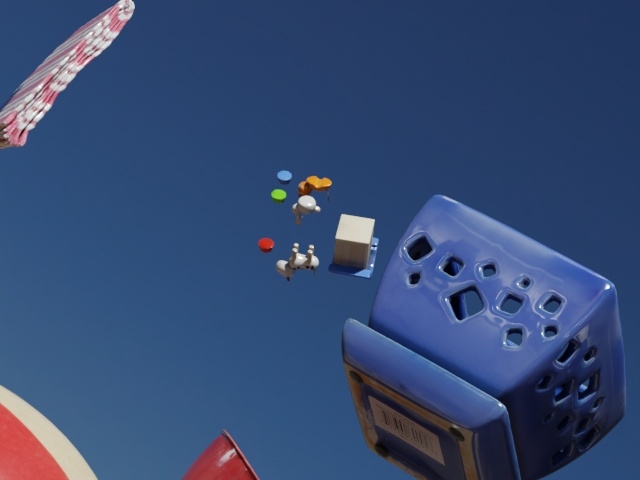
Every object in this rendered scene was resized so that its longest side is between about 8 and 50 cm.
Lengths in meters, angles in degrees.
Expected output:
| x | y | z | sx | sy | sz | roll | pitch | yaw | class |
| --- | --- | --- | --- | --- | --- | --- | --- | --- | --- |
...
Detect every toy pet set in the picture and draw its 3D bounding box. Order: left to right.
| x | y | z | sx | sy | sz | roll | pitch | yaw | class |
| --- | --- | --- | --- | --- | --- | --- | --- | --- | --- |
| 0.000 | 0.000 | 1.889 | 0.114 | 0.122 | 0.065 | 10 | -48 | 5 | toy pet set |

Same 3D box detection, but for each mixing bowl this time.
| x | y | z | sx | sy | sz | roll | pitch | yaw | class |
| --- | --- | --- | --- | --- | --- | --- | --- | --- | --- |
| -0.088 | 0.285 | 1.812 | 0.181 | 0.098 | 0.181 | 57 | -9 | 15 | mixing bowl |

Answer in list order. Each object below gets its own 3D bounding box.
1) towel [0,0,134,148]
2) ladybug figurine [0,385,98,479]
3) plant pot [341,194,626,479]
| x | y | z | sx | sy | sz | roll | pitch | yaw | class |
| --- | --- | --- | --- | --- | --- | --- | --- | --- | --- |
| -0.267 | -0.151 | 1.834 | 0.029 | 0.197 | 0.144 | 47 | -27 | -15 | towel |
| -0.374 | 0.252 | 1.630 | 0.449 | 0.305 | 0.162 | 19 | -7 | 24 | ladybug figurine |
| 0.159 | 0.134 | 1.925 | 0.236 | 0.212 | 0.236 | 29 | -27 | 31 | plant pot |
